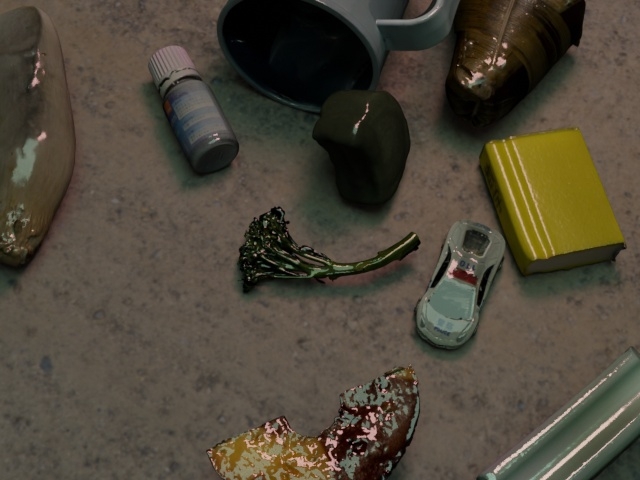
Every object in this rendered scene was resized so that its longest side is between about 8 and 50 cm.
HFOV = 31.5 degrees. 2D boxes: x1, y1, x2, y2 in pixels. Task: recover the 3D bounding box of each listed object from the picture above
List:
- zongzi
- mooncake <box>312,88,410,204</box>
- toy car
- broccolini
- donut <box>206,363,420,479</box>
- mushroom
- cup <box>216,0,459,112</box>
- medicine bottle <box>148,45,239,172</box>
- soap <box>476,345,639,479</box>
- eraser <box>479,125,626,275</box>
[{"bbox_3d":[0.238,-0.338,1.824,0.288,0.134,0.286,35,63,20],"label":"zongzi"},{"bbox_3d":[0.059,-0.138,1.681,0.104,0.175,0.168,3,18,26],"label":"mooncake"},{"bbox_3d":[0.204,0.062,1.649,0.095,0.056,0.205,23,62,6],"label":"toy car"},{"bbox_3d":[0.009,0.000,1.661,0.271,0.062,0.123,-7,78,-2],"label":"broccolini"},{"bbox_3d":[0.016,0.291,1.482,0.295,0.112,0.151,-22,69,-14],"label":"donut"},{"bbox_3d":[-0.445,-0.153,1.672,0.177,0.126,0.397,-16,65,-2],"label":"mushroom"},{"bbox_3d":[0.037,-0.406,1.740,0.257,0.331,0.311,39,56,-26],"label":"cup"},{"bbox_3d":[-0.198,-0.205,1.741,0.083,0.083,0.203,-20,66,-14],"label":"medicine bottle"},{"bbox_3d":[0.325,0.274,1.478,0.289,0.173,0.095,-35,70,-21],"label":"soap"},{"bbox_3d":[0.346,-0.062,1.717,0.158,0.069,0.226,-10,63,-9],"label":"eraser"}]
